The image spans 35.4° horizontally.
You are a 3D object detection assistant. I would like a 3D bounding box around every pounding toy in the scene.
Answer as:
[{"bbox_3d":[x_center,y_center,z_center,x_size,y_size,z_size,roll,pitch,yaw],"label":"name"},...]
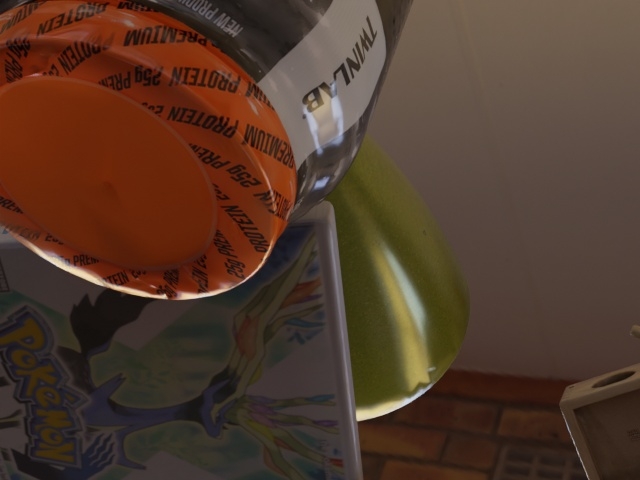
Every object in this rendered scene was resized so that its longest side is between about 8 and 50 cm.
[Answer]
[{"bbox_3d":[0.384,0.176,1.135,0.206,0.094,0.181,-22,-92,19],"label":"pounding toy"}]

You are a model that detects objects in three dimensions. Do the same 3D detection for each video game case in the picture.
[{"bbox_3d":[-0.124,0.129,0.759,0.300,0.036,0.329,-4,-60,5],"label":"video game case"}]

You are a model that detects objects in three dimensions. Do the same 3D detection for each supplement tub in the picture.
[{"bbox_3d":[-0.052,-0.146,0.557,0.207,0.338,0.207,11,-40,10],"label":"supplement tub"}]

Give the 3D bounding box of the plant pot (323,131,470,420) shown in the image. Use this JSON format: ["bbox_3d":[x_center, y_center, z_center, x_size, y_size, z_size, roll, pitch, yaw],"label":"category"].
[{"bbox_3d":[0.000,0.000,1.033,0.275,0.274,0.293,7,-32,21],"label":"plant pot"}]
